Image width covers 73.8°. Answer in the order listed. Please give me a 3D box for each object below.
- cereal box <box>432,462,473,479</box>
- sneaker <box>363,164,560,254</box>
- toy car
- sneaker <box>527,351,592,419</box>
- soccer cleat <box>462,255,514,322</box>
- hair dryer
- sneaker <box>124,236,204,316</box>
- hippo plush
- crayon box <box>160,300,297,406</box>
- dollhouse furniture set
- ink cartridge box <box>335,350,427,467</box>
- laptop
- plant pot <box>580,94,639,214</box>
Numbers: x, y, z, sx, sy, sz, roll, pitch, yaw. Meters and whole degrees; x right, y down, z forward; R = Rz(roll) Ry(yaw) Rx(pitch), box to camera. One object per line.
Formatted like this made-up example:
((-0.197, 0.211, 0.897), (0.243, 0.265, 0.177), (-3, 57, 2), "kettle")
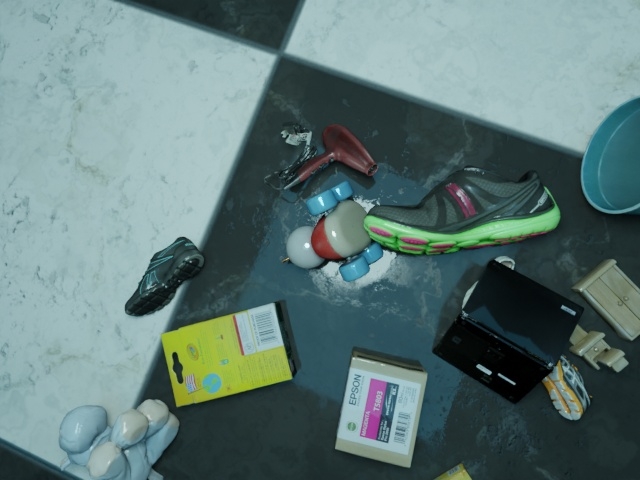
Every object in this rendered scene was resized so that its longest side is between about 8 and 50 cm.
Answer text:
((0.349, 0.707, 1.054), (0.173, 0.047, 0.240), (-34, 83, 2), "cereal box")
((0.338, -0.079, 1.069), (0.482, 0.185, 0.202), (-6, 77, -7), "sneaker")
((0.000, 0.000, 1.108), (0.238, 0.210, 0.219), (-23, 97, 31), "toy car")
((0.590, 0.323, 1.055), (0.083, 0.084, 0.215), (-15, 77, -25), "sneaker")
((0.423, 0.123, 1.082), (0.068, 0.076, 0.196), (32, 89, 8), "soccer cleat")
((0.010, -0.212, 1.135), (0.293, 0.080, 0.224), (5, 69, 18), "hair dryer")
((-0.437, 0.101, 1.177), (0.267, 0.101, 0.106), (-42, 61, 2), "sneaker")
((-0.530, 0.515, 1.112), (0.236, 0.234, 0.294), (15, 129, 24), "hippo plush")
((-0.242, 0.298, 1.133), (0.318, 0.081, 0.202), (-15, 84, 4), "crayon box")
((0.708, 0.146, 0.911), (0.303, 0.355, 0.174), (-42, 82, 2), "dollhouse furniture set")
((0.151, 0.421, 1.079), (0.193, 0.088, 0.235), (10, 87, 5), "ink cartridge box")
((0.448, 0.226, 1.046), (0.234, 0.136, 0.264), (31, 132, 16), "laptop")
((0.816, -0.172, 0.988), (0.255, 0.271, 0.272), (10, 86, -9), "plant pot")
